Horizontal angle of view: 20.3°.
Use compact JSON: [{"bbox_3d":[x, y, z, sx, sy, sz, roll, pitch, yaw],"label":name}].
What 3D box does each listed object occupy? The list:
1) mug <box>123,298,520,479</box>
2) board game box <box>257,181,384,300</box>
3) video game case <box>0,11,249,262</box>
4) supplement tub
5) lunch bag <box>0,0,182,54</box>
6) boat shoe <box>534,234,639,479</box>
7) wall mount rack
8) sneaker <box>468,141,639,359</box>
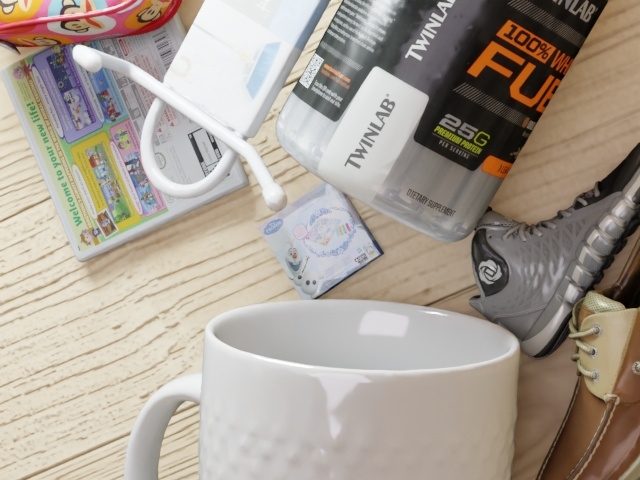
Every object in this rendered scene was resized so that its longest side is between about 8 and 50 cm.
[{"bbox_3d":[-0.013,0.234,1.598,0.374,0.276,0.328,8,101,27],"label":"mug"},{"bbox_3d":[0.000,0.000,1.713,0.090,0.020,0.090,-34,82,14],"label":"board game box"},{"bbox_3d":[-0.195,-0.113,1.767,0.193,0.023,0.212,-25,84,14],"label":"video game case"},{"bbox_3d":[0.121,-0.186,1.581,0.207,0.207,0.338,31,99,14],"label":"supplement tub"},{"bbox_3d":[-0.268,-0.335,1.727,0.258,0.120,0.293,-5,84,18],"label":"lunch bag"},{"bbox_3d":[0.273,0.085,1.571,0.120,0.122,0.324,31,90,-15],"label":"boat shoe"},{"bbox_3d":[-0.054,-0.178,1.538,0.304,0.130,0.350,35,101,33],"label":"wall mount rack"},{"bbox_3d":[0.208,-0.016,1.622,0.132,0.086,0.229,34,100,15],"label":"sneaker"}]
